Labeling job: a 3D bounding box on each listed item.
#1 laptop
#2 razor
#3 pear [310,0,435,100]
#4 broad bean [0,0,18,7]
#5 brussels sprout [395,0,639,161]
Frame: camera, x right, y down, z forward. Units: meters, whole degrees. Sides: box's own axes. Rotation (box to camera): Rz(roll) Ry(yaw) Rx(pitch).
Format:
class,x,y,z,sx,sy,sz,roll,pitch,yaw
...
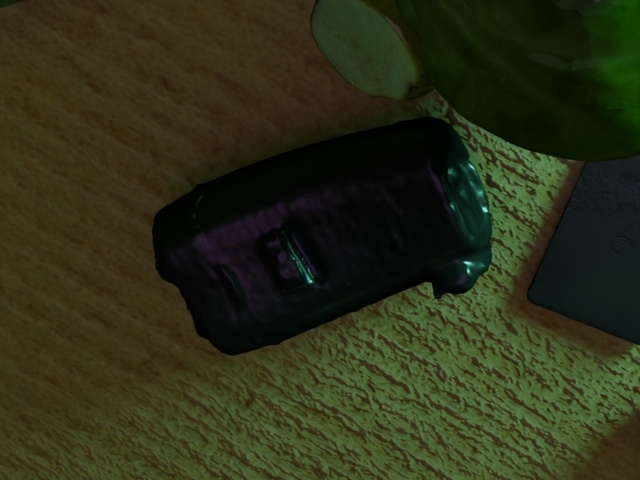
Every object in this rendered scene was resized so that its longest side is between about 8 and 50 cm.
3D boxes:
class,x,y,z,sx,sy,sz,roll,pitch,yaw
laptop,0.294,0.003,1.230,0.135,0.016,0.197,22,121,4
razor,0.002,-0.002,1.252,0.326,0.107,0.189,-18,112,23
pear,0.068,-0.198,1.125,0.141,0.104,0.141,35,150,24
broad bean,-0.323,-0.339,1.150,0.238,0.119,0.291,31,125,-14
brussels sprout,0.190,-0.245,0.969,0.354,0.281,0.289,42,142,15
